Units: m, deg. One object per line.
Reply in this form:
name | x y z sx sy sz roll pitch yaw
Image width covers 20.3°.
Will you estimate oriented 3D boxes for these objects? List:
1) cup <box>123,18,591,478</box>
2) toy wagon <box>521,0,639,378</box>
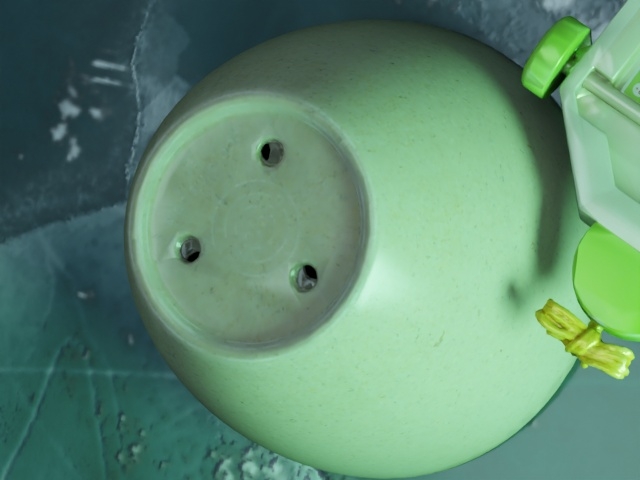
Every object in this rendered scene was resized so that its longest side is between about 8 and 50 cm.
cup | 0.000 0.000 1.185 0.331 0.237 0.331 -1 87 22
toy wagon | 0.259 -0.062 1.133 0.267 0.068 0.344 37 87 14
